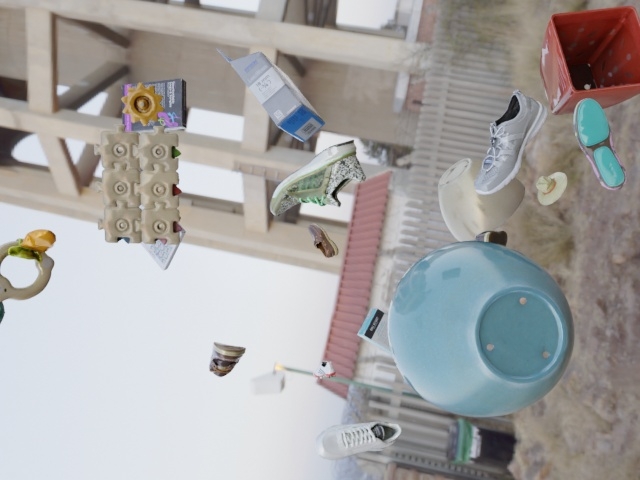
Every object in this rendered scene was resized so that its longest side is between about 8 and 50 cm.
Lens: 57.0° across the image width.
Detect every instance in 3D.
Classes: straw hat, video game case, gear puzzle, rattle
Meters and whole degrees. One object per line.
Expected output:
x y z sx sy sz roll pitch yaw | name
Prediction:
0.828 -0.204 2.164 0.144 0.061 0.144 -53 20 29 | straw hat
-0.405 -0.022 1.459 0.019 0.143 0.157 -30 -18 -47 | video game case
-0.380 -0.158 1.241 0.044 0.175 0.339 -109 21 -76 | gear puzzle
-0.610 0.083 1.177 0.200 0.142 0.130 -59 -46 -38 | rattle

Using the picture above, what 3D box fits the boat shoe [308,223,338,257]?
0.000 0.001 2.374 0.060 0.178 0.064 -25 -31 -26 | boat shoe

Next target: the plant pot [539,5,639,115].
0.831 -0.533 1.842 0.236 0.267 0.267 96 166 -73 | plant pot

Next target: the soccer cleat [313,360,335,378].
0.007 0.270 1.238 0.083 0.029 0.036 -26 73 64 | soccer cleat

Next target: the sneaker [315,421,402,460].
0.098 0.513 1.539 0.095 0.235 0.090 -48 51 53 | sneaker

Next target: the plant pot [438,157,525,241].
0.504 -0.161 1.971 0.284 0.191 0.284 -42 16 14 | plant pot

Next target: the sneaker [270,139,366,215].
-0.010 -0.176 2.071 0.182 0.410 0.158 59 -151 8 | sneaker

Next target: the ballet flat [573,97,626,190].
0.638 -0.216 1.359 0.079 0.076 0.222 6 -116 -76 | ballet flat

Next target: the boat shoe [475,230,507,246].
0.489 -0.006 1.679 0.152 0.049 0.056 11 -91 -53 | boat shoe

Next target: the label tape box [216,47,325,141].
-0.151 -0.489 1.873 0.106 0.334 0.240 -40 -13 12 | label tape box

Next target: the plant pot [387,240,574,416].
0.265 0.137 0.900 0.195 0.290 0.290 138 143 -82 | plant pot

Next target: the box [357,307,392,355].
0.250 0.325 1.916 0.101 0.244 0.060 -60 10 -16 | box

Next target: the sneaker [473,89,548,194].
0.452 -0.246 1.481 0.281 0.115 0.105 -60 25 -7 | sneaker

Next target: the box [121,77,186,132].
-0.396 -0.318 1.404 0.029 0.162 0.116 10 -101 -73 | box

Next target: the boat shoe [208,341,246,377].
-0.352 0.444 2.173 0.342 0.123 0.123 147 134 -72 | boat shoe
